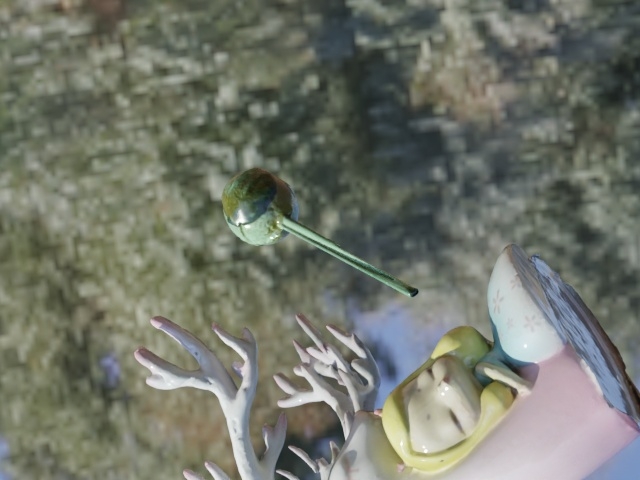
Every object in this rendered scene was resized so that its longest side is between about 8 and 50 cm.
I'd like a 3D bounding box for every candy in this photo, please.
[{"bbox_3d":[0.000,0.000,1.317,0.061,0.061,0.202,-18,-147,-37],"label":"candy"}]

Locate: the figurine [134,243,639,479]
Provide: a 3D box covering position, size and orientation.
[{"bbox_3d":[0.057,0.125,1.357,0.316,0.284,0.206,-37,153,12],"label":"figurine"}]
